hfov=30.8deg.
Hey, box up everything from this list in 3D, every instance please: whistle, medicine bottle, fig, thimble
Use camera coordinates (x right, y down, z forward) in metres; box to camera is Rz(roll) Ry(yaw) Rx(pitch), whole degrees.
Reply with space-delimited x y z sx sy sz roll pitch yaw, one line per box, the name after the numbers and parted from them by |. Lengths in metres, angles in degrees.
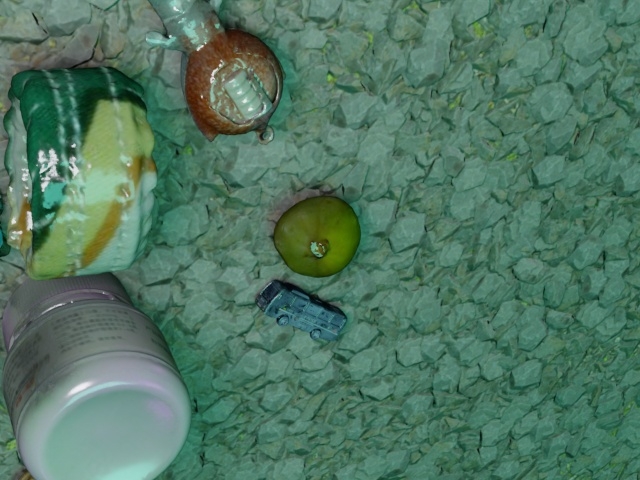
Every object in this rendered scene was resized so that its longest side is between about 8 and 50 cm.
-0.153 -0.263 1.567 0.142 0.133 0.346 -30 123 6 | whistle
-0.334 0.192 1.667 0.241 0.302 0.241 -13 126 -18 | medicine bottle
-0.005 -0.005 1.822 0.153 0.121 0.136 -7 123 -51 | fig
-0.320 -0.084 1.519 0.167 0.254 0.288 -4 135 -22 | thimble

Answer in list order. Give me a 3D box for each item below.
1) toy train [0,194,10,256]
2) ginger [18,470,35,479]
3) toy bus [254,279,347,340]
-0.516 -0.026 1.559 0.154 0.107 0.198 -33 130 7 | toy train
-0.477 0.446 1.921 0.095 0.069 0.190 12 117 -27 | ginger
-0.031 0.118 1.936 0.166 0.047 0.065 27 102 -39 | toy bus
